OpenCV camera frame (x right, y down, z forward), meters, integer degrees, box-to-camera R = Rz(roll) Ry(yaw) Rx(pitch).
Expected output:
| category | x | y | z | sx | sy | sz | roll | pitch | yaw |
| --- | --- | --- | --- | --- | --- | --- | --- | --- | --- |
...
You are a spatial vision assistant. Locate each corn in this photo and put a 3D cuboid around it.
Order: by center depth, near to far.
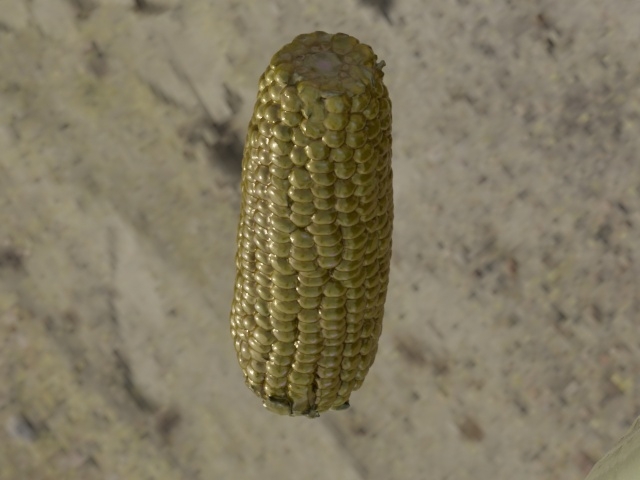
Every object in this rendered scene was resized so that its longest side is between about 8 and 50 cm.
| category | x | y | z | sx | sy | sz | roll | pitch | yaw |
| --- | --- | --- | --- | --- | --- | --- | --- | --- | --- |
| corn | -0.003 | -0.003 | 1.048 | 0.091 | 0.091 | 0.260 | 37 | 143 | 25 |

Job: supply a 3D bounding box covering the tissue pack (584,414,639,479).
| category | x | y | z | sx | sy | sz | roll | pitch | yaw |
| --- | --- | --- | --- | --- | --- | --- | --- | --- | --- |
| tissue pack | 0.309 | 0.148 | 0.814 | 0.332 | 0.205 | 0.405 | 46 | 165 | 8 |
